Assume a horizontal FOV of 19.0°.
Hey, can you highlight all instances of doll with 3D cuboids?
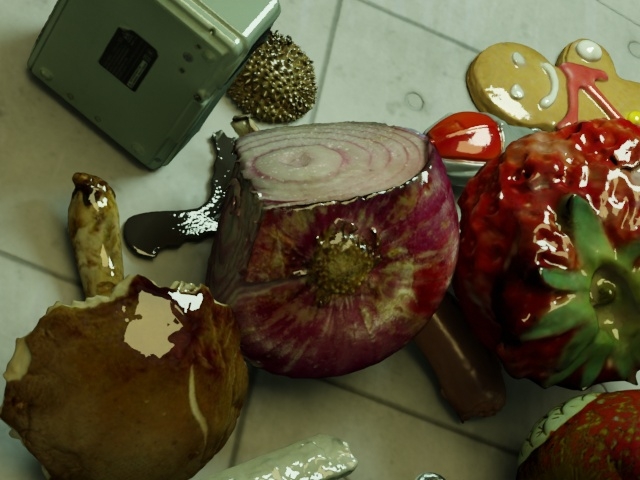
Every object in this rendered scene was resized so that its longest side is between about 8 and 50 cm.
[{"bbox_3d":[0.148,-0.100,2.123,0.227,0.075,0.102,-13,59,-22],"label":"doll"}]

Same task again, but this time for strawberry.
[{"bbox_3d":[0.266,-0.005,1.966,0.292,0.291,0.310,7,34,-24],"label":"strawberry"}]

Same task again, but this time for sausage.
[{"bbox_3d":[0.096,0.059,2.007,0.078,0.078,0.304,-31,80,-36],"label":"sausage"}]

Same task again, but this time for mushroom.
[{"bbox_3d":[-0.166,0.096,1.812,0.208,0.233,0.301,2,36,13],"label":"mushroom"}]

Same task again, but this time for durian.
[{"bbox_3d":[-0.059,-0.197,2.080,0.140,0.071,0.110,37,52,3],"label":"durian"}]

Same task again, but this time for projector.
[{"bbox_3d":[-0.172,-0.200,1.904,0.192,0.256,0.099,39,53,-3],"label":"projector"}]

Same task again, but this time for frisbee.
[{"bbox_3d":[-0.097,-0.035,2.002,0.211,0.012,0.187,19,55,-16],"label":"frisbee"}]

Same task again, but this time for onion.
[{"bbox_3d":[0.010,0.017,1.881,0.256,0.230,0.272,1,18,11],"label":"onion"}]

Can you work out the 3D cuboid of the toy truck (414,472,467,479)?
[{"bbox_3d":[0.039,0.314,1.805,0.270,0.114,0.135,-10,64,-31],"label":"toy truck"}]

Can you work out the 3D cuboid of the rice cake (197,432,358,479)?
[{"bbox_3d":[-0.078,0.243,1.820,0.256,0.057,0.052,-18,102,-33],"label":"rice cake"}]

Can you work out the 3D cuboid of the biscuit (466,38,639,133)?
[{"bbox_3d":[0.333,-0.146,2.264,0.340,0.047,0.216,23,53,-14],"label":"biscuit"}]

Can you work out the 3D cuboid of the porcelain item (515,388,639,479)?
[{"bbox_3d":[0.329,0.242,1.911,0.253,0.253,0.253,12,58,-20],"label":"porcelain item"}]
